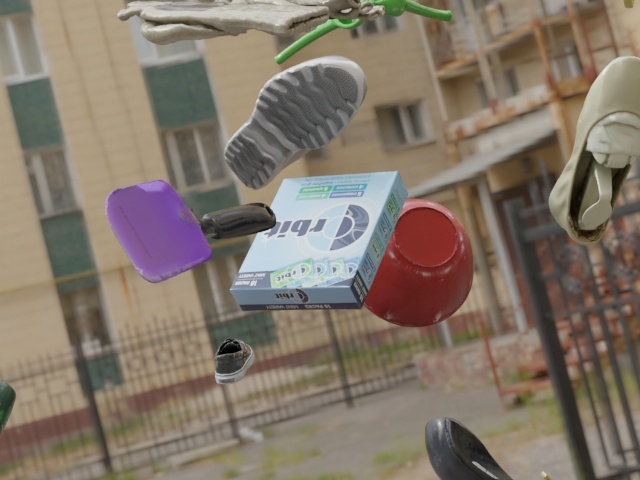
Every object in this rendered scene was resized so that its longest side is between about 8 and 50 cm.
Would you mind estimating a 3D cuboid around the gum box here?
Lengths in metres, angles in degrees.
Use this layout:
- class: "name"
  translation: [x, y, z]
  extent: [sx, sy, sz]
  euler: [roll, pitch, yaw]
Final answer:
- class: "gum box"
  translation: [0.000, 0.000, 1.506]
  extent: [0.156, 0.041, 0.184]
  euler: [-2, 45, 30]

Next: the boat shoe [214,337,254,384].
- class: "boat shoe"
  translation: [-0.116, 0.152, 1.747]
  extent: [0.049, 0.040, 0.142]
  euler: [-7, 11, 2]

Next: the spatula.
- class: "spatula"
  translation: [-0.099, -0.015, 1.142]
  extent: [0.030, 0.084, 0.296]
  euler: [-34, -7, 16]

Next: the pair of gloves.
- class: "pair of gloves"
  translation: [-0.064, -0.221, 1.283]
  extent: [0.204, 0.042, 0.240]
  euler: [6, 20, 23]

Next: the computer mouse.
- class: "computer mouse"
  translation: [0.266, 0.367, 1.961]
  extent: [0.060, 0.262, 0.184]
  euler: [-43, 5, -39]

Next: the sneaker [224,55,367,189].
- class: "sneaker"
  translation: [-0.023, -0.168, 1.651]
  extent: [0.115, 0.105, 0.281]
  euler: [-44, 8, -35]

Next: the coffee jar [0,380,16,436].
- class: "coffee jar"
  translation: [-0.501, 0.285, 1.863]
  extent: [0.096, 0.184, 0.079]
  euler: [17, -40, -11]

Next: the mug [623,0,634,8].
- class: "mug"
  translation: [0.357, -0.315, 1.523]
  extent: [0.078, 0.062, 0.064]
  euler: [-51, -24, -3]

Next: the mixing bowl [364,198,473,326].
- class: "mixing bowl"
  translation: [0.129, 0.014, 1.741]
  extent: [0.181, 0.181, 0.098]
  euler: [-14, -20, -17]

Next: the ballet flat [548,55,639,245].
- class: "ballet flat"
  translation: [0.321, -0.090, 1.468]
  extent: [0.086, 0.086, 0.248]
  euler: [-14, -39, -21]

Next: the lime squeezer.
- class: "lime squeezer"
  translation: [0.072, -0.363, 2.116]
  extent: [0.310, 0.059, 0.110]
  euler: [-17, -13, -13]
